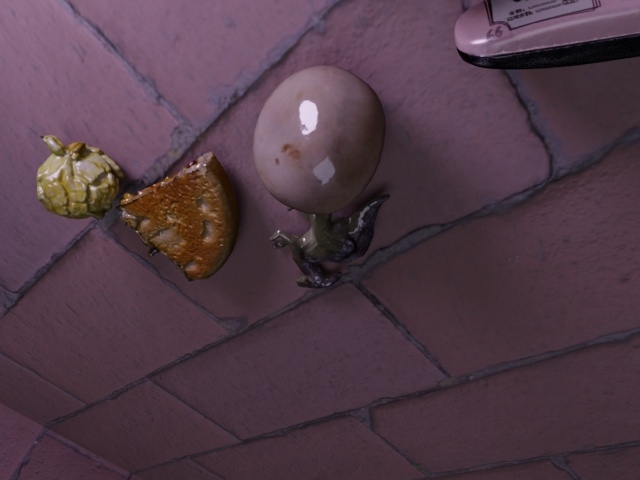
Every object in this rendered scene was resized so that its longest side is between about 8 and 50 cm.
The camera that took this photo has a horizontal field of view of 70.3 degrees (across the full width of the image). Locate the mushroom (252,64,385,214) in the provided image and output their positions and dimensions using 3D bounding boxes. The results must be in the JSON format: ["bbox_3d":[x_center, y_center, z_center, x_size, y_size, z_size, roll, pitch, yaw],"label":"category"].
[{"bbox_3d":[0.012,-0.135,0.649,0.204,0.204,0.204,7,132,8],"label":"mushroom"}]

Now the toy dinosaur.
[{"bbox_3d":[0.001,-0.005,0.821,0.162,0.077,0.294,25,146,-14],"label":"toy dinosaur"}]

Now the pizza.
[{"bbox_3d":[-0.262,-0.048,0.840,0.228,0.082,0.290,9,132,-2],"label":"pizza"}]

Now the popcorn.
[{"bbox_3d":[-0.428,-0.103,0.803,0.141,0.136,0.163,17,135,9],"label":"popcorn"}]

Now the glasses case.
[{"bbox_3d":[0.309,-0.246,0.492,0.314,0.122,0.075,-3,135,18],"label":"glasses case"}]
